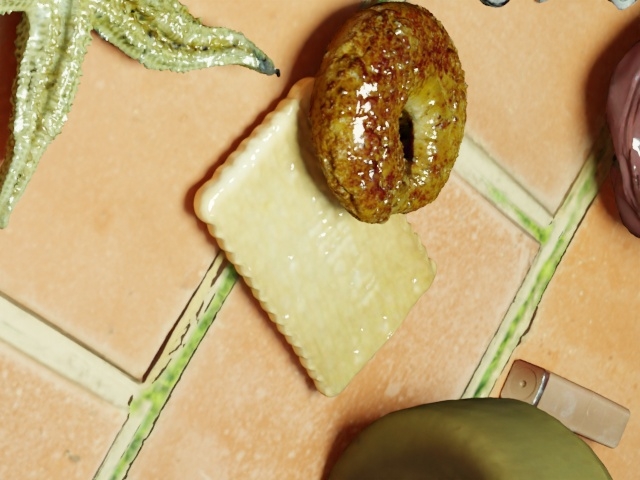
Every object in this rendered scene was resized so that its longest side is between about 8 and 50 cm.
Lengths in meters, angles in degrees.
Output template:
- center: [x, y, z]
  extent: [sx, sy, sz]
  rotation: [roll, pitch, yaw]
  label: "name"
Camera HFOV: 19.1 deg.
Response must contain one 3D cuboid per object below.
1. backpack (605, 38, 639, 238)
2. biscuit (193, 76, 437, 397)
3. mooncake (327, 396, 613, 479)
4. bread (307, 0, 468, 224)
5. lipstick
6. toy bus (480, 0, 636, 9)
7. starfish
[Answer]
- center: [0.400, -0.126, 1.768]
  extent: [0.317, 0.197, 0.283]
  rotation: [-38, 127, -25]
  label: "backpack"
- center: [-0.001, 0.000, 1.570]
  extent: [0.160, 0.030, 0.249]
  rotation: [-50, 130, -20]
  label: "biscuit"
- center: [0.136, 0.274, 1.608]
  extent: [0.155, 0.284, 0.284]
  rotation: [-4, 106, -39]
  label: "mooncake"
- center: [0.062, -0.105, 1.544]
  extent: [0.193, 0.064, 0.193]
  rotation: [-5, 96, -54]
  label: "bread"
- center: [0.236, 0.157, 1.820]
  extent: [0.145, 0.045, 0.045]
  rotation: [26, 84, -42]
  label: "lipstick"
- center: [0.178, -0.265, 1.597]
  extent: [0.342, 0.097, 0.138]
  rotation: [-3, 103, -41]
  label: "toy bus"
- center: [-0.159, -0.203, 1.320]
  extent: [0.347, 0.078, 0.358]
  rotation: [-26, 132, -26]
  label: "starfish"
